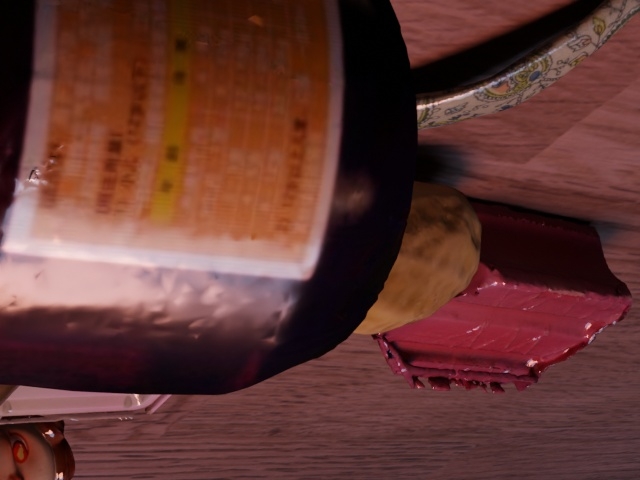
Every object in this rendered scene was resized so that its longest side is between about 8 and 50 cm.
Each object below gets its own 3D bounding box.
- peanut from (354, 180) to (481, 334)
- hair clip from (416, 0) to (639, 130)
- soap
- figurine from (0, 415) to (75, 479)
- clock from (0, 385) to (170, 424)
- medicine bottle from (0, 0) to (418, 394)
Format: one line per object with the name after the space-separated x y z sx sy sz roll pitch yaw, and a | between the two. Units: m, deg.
0.000 0.000 1.038 0.130 0.130 0.290 -34 154 33 | peanut
0.103 -0.102 0.990 0.229 0.036 0.066 -23 162 12 | hair clip
0.122 0.047 1.251 0.162 0.099 0.250 -34 152 33 | soap
-0.274 0.189 1.214 0.160 0.183 0.226 -21 170 30 | figurine
-0.148 0.061 1.121 0.147 0.071 0.192 1 150 -37 | clock
-0.176 -0.057 0.643 0.395 0.242 0.242 5 148 -31 | medicine bottle
